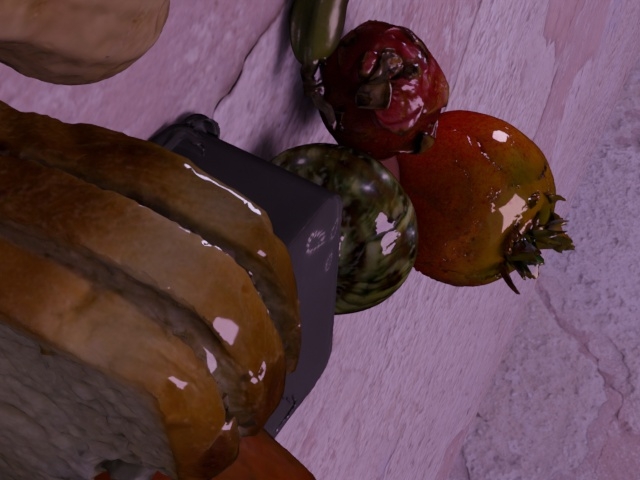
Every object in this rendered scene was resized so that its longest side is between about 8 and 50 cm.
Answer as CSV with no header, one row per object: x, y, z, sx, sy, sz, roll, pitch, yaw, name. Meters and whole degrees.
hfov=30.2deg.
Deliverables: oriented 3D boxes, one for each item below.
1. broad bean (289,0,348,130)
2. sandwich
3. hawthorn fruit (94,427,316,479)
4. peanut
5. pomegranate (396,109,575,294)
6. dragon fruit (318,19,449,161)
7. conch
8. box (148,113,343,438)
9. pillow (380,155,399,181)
0.034,-0.259,0.992,0.075,0.067,0.325,27,86,-42,broad bean
-0.133,0.058,0.556,0.288,0.254,0.100,92,24,-51,sandwich
-0.093,0.229,0.756,0.277,0.298,0.277,13,90,-88,hawthorn fruit
-0.146,-0.136,0.511,0.256,0.123,0.124,3,108,-70,peanut
0.176,-0.042,1.365,0.210,0.235,0.210,-36,147,-28,pomegranate
0.060,-0.149,1.113,0.125,0.125,0.246,-42,-168,19,dragon fruit
0.000,0.002,1.054,0.181,0.124,0.187,15,134,-37,conch
-0.074,0.045,0.893,0.163,0.135,0.243,-50,155,-43,box
0.038,-0.005,1.254,0.171,0.075,0.179,-23,131,-67,pillow
